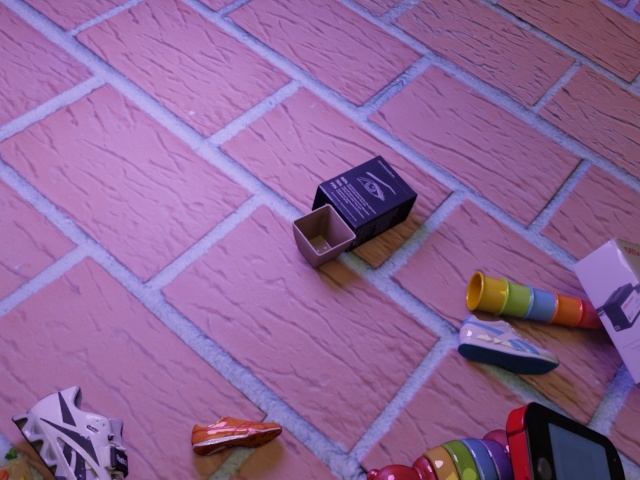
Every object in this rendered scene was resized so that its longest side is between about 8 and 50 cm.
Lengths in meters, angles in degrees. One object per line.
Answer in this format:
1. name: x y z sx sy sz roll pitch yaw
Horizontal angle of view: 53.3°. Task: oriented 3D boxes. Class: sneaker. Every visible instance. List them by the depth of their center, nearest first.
1. sneaker: -0.392 0.390 1.124 0.146 0.122 0.330 -35 69 -27
2. sneaker: -0.160 0.364 1.228 0.175 0.064 0.067 -1 46 -16
3. sneaker: 0.423 0.232 1.423 0.229 0.087 0.092 17 52 -2

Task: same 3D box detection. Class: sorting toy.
1. sorting toy: -0.555 0.414 1.141 0.062 0.012 0.083 -23 63 -24

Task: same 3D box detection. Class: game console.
1. game console: 0.473 0.493 1.148 0.387 0.060 0.341 29 45 -35

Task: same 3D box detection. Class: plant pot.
1. plant pot: 0.000 0.000 1.490 0.109 0.096 0.109 -26 65 -26

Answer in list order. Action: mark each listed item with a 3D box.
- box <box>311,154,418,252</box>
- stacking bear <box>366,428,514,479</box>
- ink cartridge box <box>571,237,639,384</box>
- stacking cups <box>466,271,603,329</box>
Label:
1. box: 0.108 -0.093 1.570 0.207 0.108 0.153 -27 64 -27
2. stacking bear: 0.233 0.458 1.191 0.289 0.164 0.175 -7 57 -11
3. ink cartridge box: 0.747 0.166 1.461 0.223 0.129 0.307 11 49 -38
4. stacking cups: 0.506 0.153 1.505 0.316 0.096 0.096 13 54 -9
